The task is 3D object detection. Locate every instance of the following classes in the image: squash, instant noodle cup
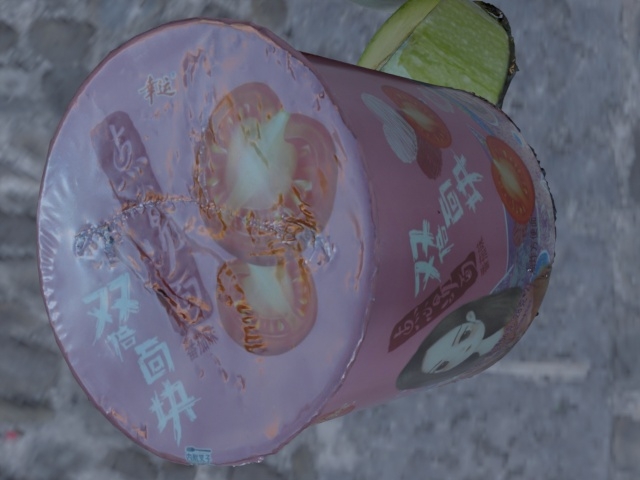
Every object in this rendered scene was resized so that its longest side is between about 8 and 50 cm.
[{"bbox_3d":[0.075,-0.156,1.749,0.133,0.220,0.220,31,117,-23],"label":"squash"},{"bbox_3d":[0.000,0.000,1.056,0.243,0.231,0.243,1,91,38],"label":"instant noodle cup"}]

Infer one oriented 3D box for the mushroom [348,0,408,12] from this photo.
[{"bbox_3d":[0.085,-0.373,1.892,0.254,0.260,0.234,-11,135,-8],"label":"mushroom"}]
